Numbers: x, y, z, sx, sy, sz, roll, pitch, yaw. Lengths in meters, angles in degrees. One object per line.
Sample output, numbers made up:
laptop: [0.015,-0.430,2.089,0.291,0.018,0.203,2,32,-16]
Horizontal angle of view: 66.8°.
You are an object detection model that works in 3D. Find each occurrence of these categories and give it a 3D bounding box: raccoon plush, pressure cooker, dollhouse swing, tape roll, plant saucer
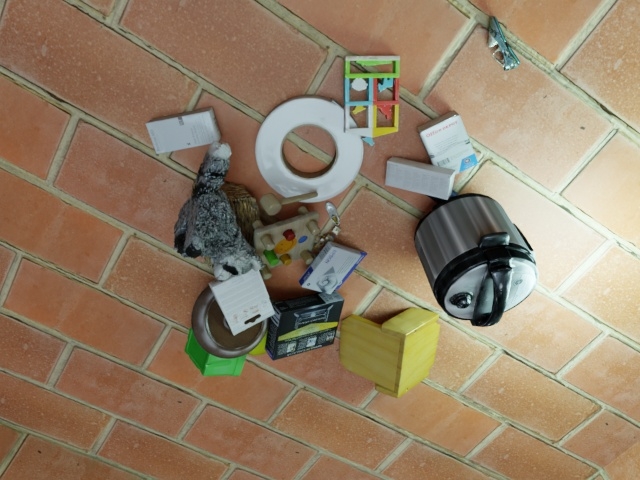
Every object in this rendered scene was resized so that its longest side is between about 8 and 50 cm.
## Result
raccoon plush: [-0.288,-0.071,1.630,0.299,0.216,0.446,16,112,-35]
pressure cooker: [0.554,0.089,1.734,0.370,0.420,0.375,31,122,-33]
dollhouse swing: [0.301,0.453,2.157,0.315,0.305,0.346,-21,124,-37]
tape roll: [-0.040,-0.328,1.753,0.392,0.072,0.392,0,116,0]
plant saucer: [-0.328,0.294,1.833,0.311,0.050,0.310,1,88,-29]

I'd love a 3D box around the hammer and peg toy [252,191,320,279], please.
hammer and peg toy: [-0.119,-0.024,1.770,0.266,0.127,0.361,-18,147,-25]

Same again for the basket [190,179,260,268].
basket: [-0.365,-0.076,1.868,0.214,0.223,0.299,-10,122,-32]

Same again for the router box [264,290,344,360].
router box: [-0.065,0.347,2.008,0.309,0.081,0.242,-7,122,-34]

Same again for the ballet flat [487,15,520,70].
ballet flat: [0.590,-0.642,1.602,0.070,0.070,0.188,-33,109,15]

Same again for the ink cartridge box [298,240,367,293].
ink cartridge box: [0.059,0.118,1.940,0.224,0.045,0.223,17,119,-39]

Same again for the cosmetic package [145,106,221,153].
cosmetic package: [-0.480,-0.389,1.714,0.231,0.085,0.117,-12,116,4]

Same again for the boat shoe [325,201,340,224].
boat shoe: [0.048,-0.103,1.886,0.035,0.035,0.100,-21,115,10]

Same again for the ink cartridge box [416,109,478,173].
ink cartridge box: [0.453,-0.340,1.738,0.148,0.086,0.203,-24,114,13]

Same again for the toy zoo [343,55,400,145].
toy zoo: [0.173,-0.472,1.651,0.192,0.030,0.293,-5,107,-12]

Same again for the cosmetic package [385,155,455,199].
cosmetic package: [0.357,-0.228,1.750,0.239,0.060,0.098,18,127,23]

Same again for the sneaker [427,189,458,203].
sneaker: [0.429,-0.209,1.827,0.209,0.082,0.069,37,154,-2]

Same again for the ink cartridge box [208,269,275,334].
ink cartridge box: [-0.287,0.215,1.797,0.181,0.056,0.224,-26,120,-16]

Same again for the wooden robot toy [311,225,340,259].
wooden robot toy: [0.000,0.000,1.923,0.079,0.076,0.173,38,111,-6]

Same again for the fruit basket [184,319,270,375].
fruit basket: [-0.342,0.378,2.049,0.392,0.283,0.392,-30,141,-28]
